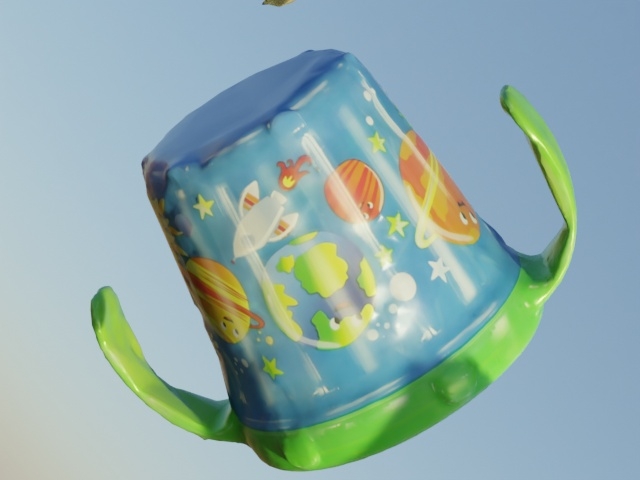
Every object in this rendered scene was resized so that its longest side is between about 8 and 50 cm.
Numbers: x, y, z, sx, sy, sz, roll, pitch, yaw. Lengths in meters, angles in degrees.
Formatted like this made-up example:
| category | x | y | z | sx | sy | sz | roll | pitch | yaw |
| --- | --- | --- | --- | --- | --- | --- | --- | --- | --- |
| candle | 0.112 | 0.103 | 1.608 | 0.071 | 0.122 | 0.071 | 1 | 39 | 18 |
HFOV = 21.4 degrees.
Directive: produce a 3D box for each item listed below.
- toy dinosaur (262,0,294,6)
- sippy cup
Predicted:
| category | x | y | z | sx | sy | sz | roll | pitch | yaw |
| --- | --- | --- | --- | --- | --- | --- | --- | --- | --- |
| toy dinosaur | 0.076 | -0.162 | 0.572 | 0.268 | 0.118 | 0.064 | 126 | -39 | -55 |
| sippy cup | 0.000 | 0.000 | 1.150 | 0.224 | 0.305 | 0.240 | 59 | -20 | -17 |
